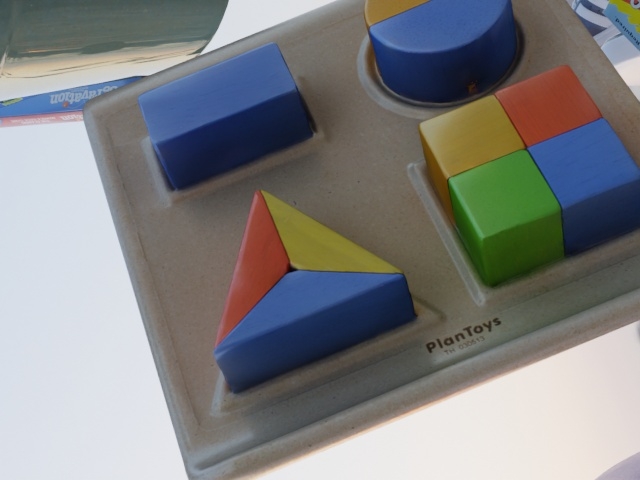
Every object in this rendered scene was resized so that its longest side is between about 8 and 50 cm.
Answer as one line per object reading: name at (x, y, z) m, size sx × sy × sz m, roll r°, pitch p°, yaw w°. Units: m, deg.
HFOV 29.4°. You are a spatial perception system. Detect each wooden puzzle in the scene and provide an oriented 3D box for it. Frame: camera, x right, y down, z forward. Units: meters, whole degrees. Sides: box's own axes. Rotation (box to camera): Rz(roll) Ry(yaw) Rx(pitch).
wooden puzzle at (0.028, -0.053, 0.724) m, size 0.080 × 0.322 × 0.348 m, roll 69°, pitch 178°, yaw -48°

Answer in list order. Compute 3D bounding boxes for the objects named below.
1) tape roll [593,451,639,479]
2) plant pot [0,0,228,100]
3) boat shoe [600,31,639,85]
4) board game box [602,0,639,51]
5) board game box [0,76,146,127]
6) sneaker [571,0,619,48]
tape roll at (0.295, 0.154, 0.696) m, size 0.275 × 0.274 × 0.090 m, roll -6°, pitch -102°, yaw -75°
plant pot at (-0.282, -0.275, 1.128) m, size 0.334 × 0.341 × 0.341 m, roll -12°, pitch -95°, yaw -41°
boat shoe at (0.359, -0.211, 0.978) m, size 0.108 × 0.301 × 0.102 m, roll 9°, pitch -113°, yaw -49°
board game box at (0.264, -0.167, 0.563) m, size 0.144 × 0.142 × 0.275 m, roll 50°, pitch 162°, yaw 15°
board game box at (-0.317, -0.202, 1.406) m, size 0.027 × 0.281 × 0.145 m, roll 50°, pitch -137°, yaw -59°
sneaker at (0.361, -0.332, 1.526) m, size 0.099 × 0.282 × 0.153 m, roll -38°, pitch -84°, yaw -36°
